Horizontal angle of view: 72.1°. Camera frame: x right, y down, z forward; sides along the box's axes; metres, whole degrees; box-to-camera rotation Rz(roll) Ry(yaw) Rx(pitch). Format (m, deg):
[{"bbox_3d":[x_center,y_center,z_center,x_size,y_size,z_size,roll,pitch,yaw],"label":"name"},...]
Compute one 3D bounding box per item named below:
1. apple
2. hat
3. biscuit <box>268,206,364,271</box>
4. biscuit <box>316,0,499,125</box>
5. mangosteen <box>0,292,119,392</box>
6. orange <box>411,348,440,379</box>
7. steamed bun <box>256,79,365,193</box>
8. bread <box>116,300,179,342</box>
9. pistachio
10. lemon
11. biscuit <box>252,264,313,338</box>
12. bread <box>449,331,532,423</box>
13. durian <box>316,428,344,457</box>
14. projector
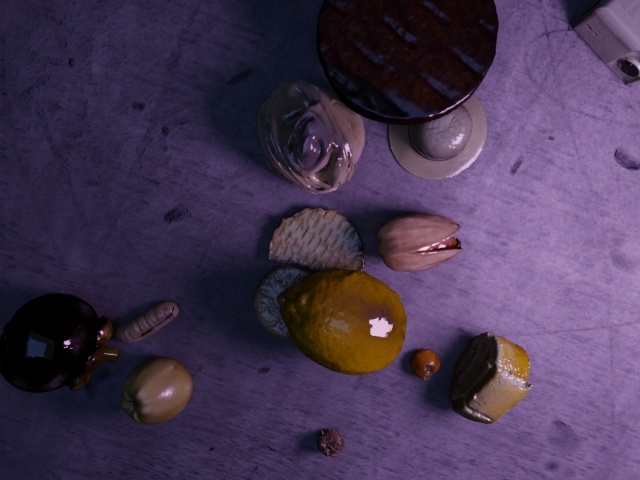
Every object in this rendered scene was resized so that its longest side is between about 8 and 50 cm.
[{"bbox_3d":[-0.469,0.429,1.262,0.199,0.200,0.200,1,100,4],"label":"apple"},{"bbox_3d":[0.306,-0.277,1.103,0.257,0.130,0.257,1,99,4],"label":"hat"},{"bbox_3d":[0.000,0.000,1.221,0.273,0.036,0.187,16,101,1],"label":"biscuit"},{"bbox_3d":[0.193,-0.464,1.012,0.407,0.091,0.408,0,92,4],"label":"biscuit"},{"bbox_3d":[-0.720,0.294,1.236,0.302,0.275,0.275,27,103,-35],"label":"mangosteen"},{"bbox_3d":[0.297,0.353,1.251,0.086,0.062,0.086,1,98,6],"label":"orange"},{"bbox_3d":[-0.031,-0.257,1.093,0.280,0.207,0.268,18,101,2],"label":"steamed bun"},{"bbox_3d":[-0.512,0.248,1.294,0.214,0.053,0.073,-29,100,8],"label":"bread"},{"bbox_3d":[0.259,0.005,1.147,0.229,0.157,0.158,-8,100,-7],"label":"pistachio"},{"bbox_3d":[0.061,0.205,1.133,0.315,0.285,0.286,6,101,13],"label":"lemon"},{"bbox_3d":[-0.088,0.178,1.261,0.219,0.033,0.220,0,98,2],"label":"biscuit"},{"bbox_3d":[0.444,0.380,1.184,0.124,0.186,0.257,25,109,-5],"label":"bread"},{"bbox_3d":[0.028,0.599,1.308,0.080,0.080,0.091,-30,94,9],"label":"durian"},{"bbox_3d":[0.752,-0.495,1.016,0.242,0.163,0.177,45,101,-2],"label":"projector"}]
